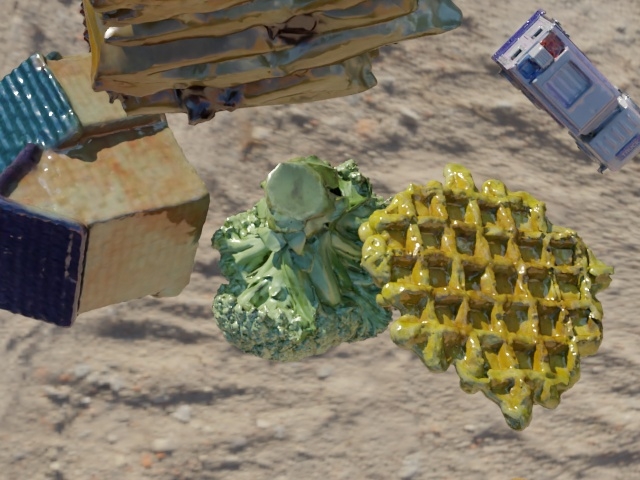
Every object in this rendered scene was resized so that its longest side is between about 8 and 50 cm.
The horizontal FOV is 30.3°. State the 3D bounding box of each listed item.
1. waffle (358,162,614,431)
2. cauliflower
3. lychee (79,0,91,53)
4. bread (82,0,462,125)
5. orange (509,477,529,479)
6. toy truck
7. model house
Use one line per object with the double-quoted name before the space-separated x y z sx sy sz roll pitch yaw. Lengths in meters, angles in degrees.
"waffle" 0.151 0.040 1.067 0.238 0.243 0.059 46 139 1
"cauliflower" -0.011 0.004 1.452 0.272 0.250 0.275 -12 47 -7
"lychee" -0.251 -0.348 1.833 0.300 0.264 0.264 18 95 40
"bread" -0.015 -0.251 0.681 0.370 0.191 0.314 -13 84 24
"orange" 0.186 0.267 1.140 0.086 0.086 0.062 -31 114 22
"toy truck" 0.405 -0.225 1.853 0.268 0.155 0.124 41 102 -14
"model house" -0.339 -0.067 1.492 0.312 0.280 0.245 56 147 26
